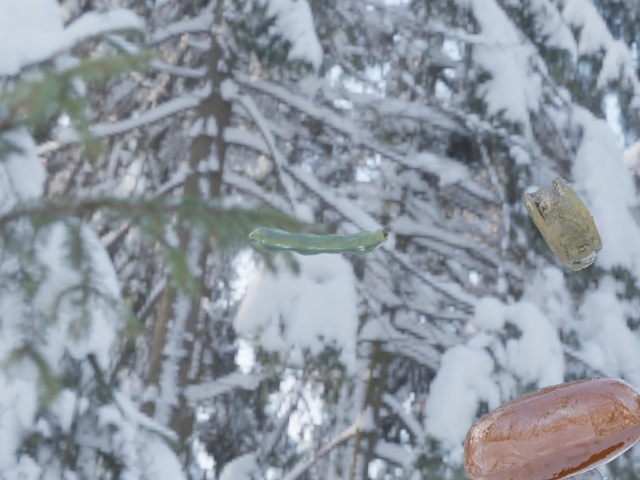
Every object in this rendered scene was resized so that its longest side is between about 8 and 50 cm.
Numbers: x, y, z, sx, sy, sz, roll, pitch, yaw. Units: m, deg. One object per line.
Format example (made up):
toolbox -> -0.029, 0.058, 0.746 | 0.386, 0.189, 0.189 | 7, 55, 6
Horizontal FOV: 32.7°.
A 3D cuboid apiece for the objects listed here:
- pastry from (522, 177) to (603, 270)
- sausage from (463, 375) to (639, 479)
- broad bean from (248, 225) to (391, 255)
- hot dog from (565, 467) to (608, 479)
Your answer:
pastry -> 0.621, -0.040, 2.746 | 0.132, 0.240, 0.235 | -33, -60, 13
sausage -> 0.309, 0.252, 1.434 | 0.258, 0.133, 0.133 | -15, -22, -13
broad bean -> -0.001, 0.001, 1.928 | 0.256, 0.052, 0.052 | -1, 1, -6
hot dog -> 0.336, 0.393, 1.556 | 0.108, 0.191, 0.059 | 33, 6, 2
